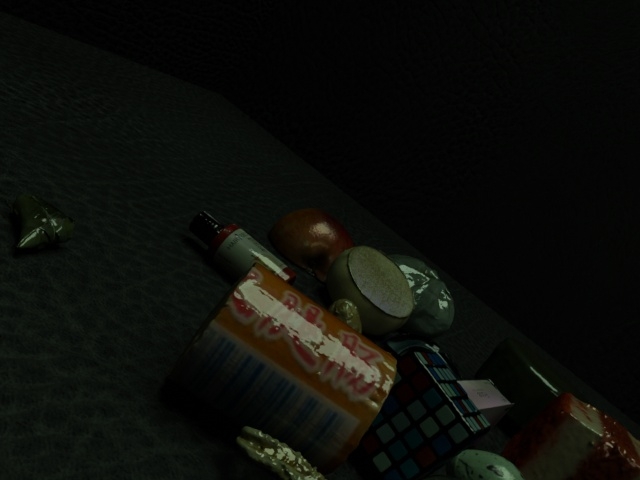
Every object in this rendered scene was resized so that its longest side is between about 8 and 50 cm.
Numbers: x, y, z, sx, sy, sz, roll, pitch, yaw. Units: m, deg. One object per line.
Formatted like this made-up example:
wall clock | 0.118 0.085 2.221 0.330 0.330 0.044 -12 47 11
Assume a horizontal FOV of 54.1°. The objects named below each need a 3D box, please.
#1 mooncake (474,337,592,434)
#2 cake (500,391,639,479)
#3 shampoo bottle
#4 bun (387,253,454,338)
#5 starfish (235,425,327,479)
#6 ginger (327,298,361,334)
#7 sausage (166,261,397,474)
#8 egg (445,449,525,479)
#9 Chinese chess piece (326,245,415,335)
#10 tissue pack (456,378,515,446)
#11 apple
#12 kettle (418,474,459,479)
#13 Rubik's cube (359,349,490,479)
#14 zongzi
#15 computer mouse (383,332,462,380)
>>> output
mooncake | 0.637 0.471 1.880 0.356 0.194 0.356 38 12 -10
cake | 0.590 0.527 1.396 0.319 0.269 0.270 41 15 14
shampoo bottle | -0.193 0.034 1.482 0.278 0.104 0.104 38 14 10
bun | 0.296 0.164 2.065 0.354 0.194 0.354 35 14 -10
starfish | 0.038 0.432 0.752 0.432 0.082 0.324 41 17 -3
ginger | 0.054 0.194 1.555 0.115 0.122 0.193 13 11 -8
sausage | -0.060 0.199 0.992 0.287 0.233 0.233 34 14 -4
egg | 0.319 0.476 1.218 0.164 0.131 0.131 26 11 13
Chinese chess piece | 0.144 0.141 1.795 0.270 0.112 0.270 30 34 -23
tissue pack | 0.329 0.404 1.445 0.092 0.148 0.246 46 18 32
apple | 0.000 0.000 1.957 0.293 0.163 0.251 30 13 -18
kettle | 0.227 0.472 1.027 0.210 0.160 0.243 10 -16 42
Rubik's cube | 0.176 0.326 1.149 0.182 0.187 0.184 54 14 25
zongzi | -0.515 -0.041 1.065 0.154 0.062 0.130 33 24 12
computer mouse | 0.283 0.314 1.683 0.233 0.096 0.137 27 8 6
